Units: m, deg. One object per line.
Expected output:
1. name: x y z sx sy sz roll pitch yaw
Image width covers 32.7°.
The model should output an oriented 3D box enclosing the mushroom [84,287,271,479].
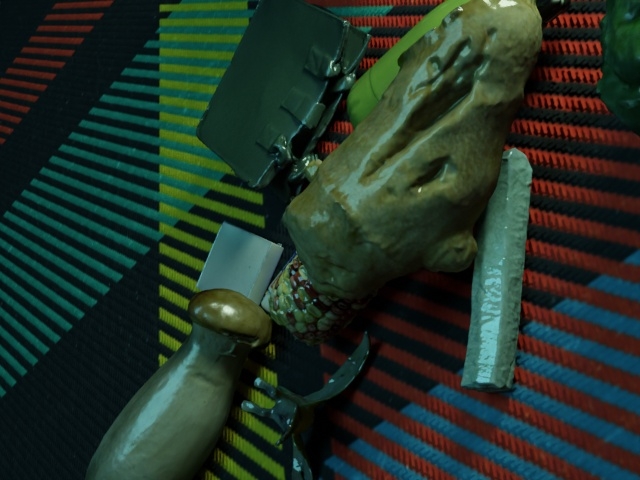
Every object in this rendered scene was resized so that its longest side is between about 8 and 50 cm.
1. mushroom: -0.180 0.215 1.350 0.350 0.128 0.128 -60 33 13

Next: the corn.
1. corn: 0.056 -0.003 1.173 0.290 0.098 0.098 -47 37 22

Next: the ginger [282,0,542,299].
1. ginger: 0.099 -0.090 1.037 0.190 0.126 0.354 34 103 21

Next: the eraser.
1. eraser: -0.110 0.036 1.456 0.150 0.023 0.104 23 90 57

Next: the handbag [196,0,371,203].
1. handbag: -0.050 -0.203 1.471 0.247 0.079 0.260 -61 33 10

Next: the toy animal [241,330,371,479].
1. toy animal: -0.034 0.176 1.191 0.155 0.095 0.219 29 94 54

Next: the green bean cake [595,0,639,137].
1. green bean cake: 0.363 -0.221 0.794 0.308 0.169 0.300 -18 55 48

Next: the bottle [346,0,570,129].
1. bottle: 0.145 -0.193 1.145 0.260 0.112 0.112 -40 41 35

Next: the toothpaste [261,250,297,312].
1. toothpaste: 0.000 0.000 1.315 0.218 0.033 0.052 -53 40 14

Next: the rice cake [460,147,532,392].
1. rice cake: 0.169 0.025 1.037 0.045 0.042 0.245 -18 55 48
